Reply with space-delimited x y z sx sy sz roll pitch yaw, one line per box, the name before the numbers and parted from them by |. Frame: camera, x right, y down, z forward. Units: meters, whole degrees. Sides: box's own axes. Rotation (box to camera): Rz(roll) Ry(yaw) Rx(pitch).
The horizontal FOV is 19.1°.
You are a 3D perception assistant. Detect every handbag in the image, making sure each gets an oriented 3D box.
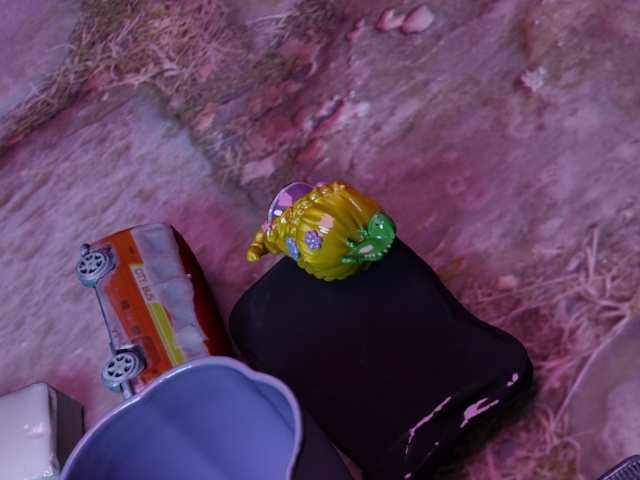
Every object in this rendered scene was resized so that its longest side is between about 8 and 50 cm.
handbag | 0.055 0.106 1.800 0.191 0.075 0.332 -39 44 -8

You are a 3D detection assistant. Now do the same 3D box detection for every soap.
soap | -0.335 0.226 1.950 0.183 0.064 0.121 -20 50 17

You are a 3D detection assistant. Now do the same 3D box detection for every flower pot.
flower pot | -0.065 0.273 1.622 0.265 0.243 0.265 -24 39 22

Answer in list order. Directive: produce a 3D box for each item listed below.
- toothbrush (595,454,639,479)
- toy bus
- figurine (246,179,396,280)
toothbrush | 0.153 0.288 1.649 0.321 0.023 0.031 -36 37 2
toy bus | -0.160 0.089 1.913 0.120 0.121 0.265 -27 43 3
figurine | 0.000 0.000 1.814 0.115 0.095 0.156 -36 34 -20
